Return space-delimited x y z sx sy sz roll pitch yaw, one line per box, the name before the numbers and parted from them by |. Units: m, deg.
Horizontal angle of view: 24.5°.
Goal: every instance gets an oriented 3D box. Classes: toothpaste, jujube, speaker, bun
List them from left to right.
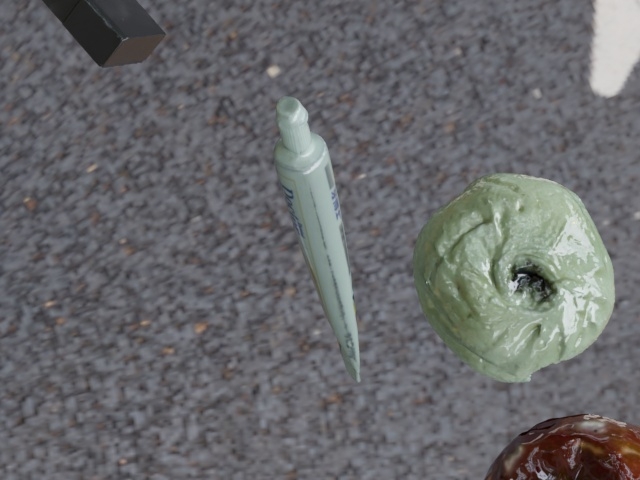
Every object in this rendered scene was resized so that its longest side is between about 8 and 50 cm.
speaker | -0.261 -0.271 1.524 0.218 0.044 0.082 47 28 10
toothpaste | 0.000 0.000 1.037 0.037 0.255 0.067 -17 44 -4
bun | 0.194 0.037 1.531 0.108 0.221 0.221 -9 83 -70
jujube | 0.221 0.247 1.097 0.318 0.223 0.223 49 55 -52
